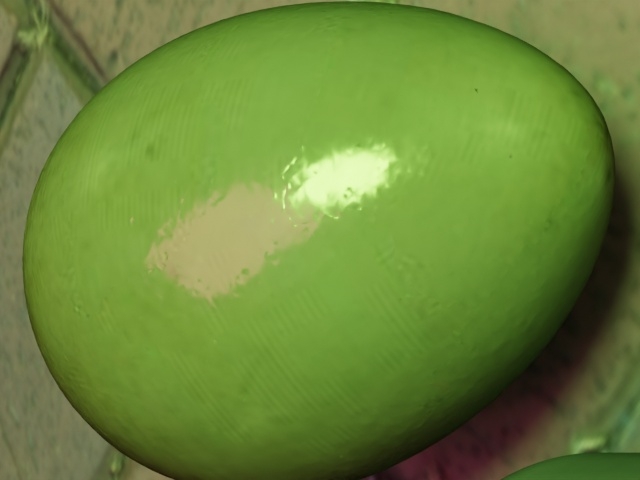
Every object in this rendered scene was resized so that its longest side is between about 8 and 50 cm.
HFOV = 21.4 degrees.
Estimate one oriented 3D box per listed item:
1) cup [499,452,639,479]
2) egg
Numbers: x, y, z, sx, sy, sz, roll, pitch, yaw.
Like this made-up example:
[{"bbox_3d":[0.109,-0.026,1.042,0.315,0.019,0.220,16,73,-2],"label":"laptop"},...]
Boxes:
[{"bbox_3d":[0.174,0.171,0.578,0.312,0.205,0.205,-5,87,49],"label":"cup"},{"bbox_3d":[0.000,0.000,0.761,0.295,0.218,0.218,-19,76,34],"label":"egg"}]
